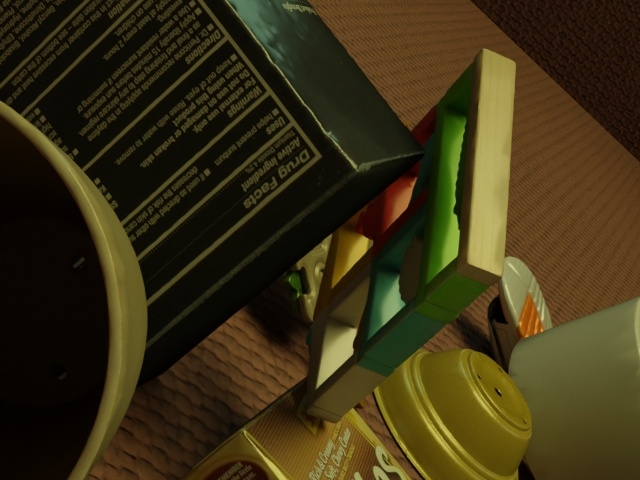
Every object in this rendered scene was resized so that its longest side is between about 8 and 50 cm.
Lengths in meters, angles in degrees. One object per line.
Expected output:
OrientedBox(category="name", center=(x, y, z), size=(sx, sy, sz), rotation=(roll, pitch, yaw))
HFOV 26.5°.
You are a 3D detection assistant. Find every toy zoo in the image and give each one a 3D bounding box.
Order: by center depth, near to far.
OrientedBox(category="toy zoo", center=(0.055, 0.014, 1.028), size=(0.030, 0.293, 0.192), rotation=(21, 53, -16))

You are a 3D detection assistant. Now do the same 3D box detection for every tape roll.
OrientedBox(category="tape roll", center=(0.352, 0.203, 1.598), size=(0.246, 0.169, 0.246), rotation=(40, 37, -40))

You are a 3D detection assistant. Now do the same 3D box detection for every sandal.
OrientedBox(category="sandal", center=(0.260, 0.151, 1.738), size=(0.102, 0.076, 0.265), rotation=(-47, 117, -54))

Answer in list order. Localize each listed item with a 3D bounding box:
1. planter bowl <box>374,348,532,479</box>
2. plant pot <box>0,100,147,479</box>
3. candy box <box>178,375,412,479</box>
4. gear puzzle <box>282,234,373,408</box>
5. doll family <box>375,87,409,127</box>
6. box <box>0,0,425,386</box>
OrientedBox(category="planter bowl", center=(0.158, 0.182, 1.433), size=(0.217, 0.090, 0.217), rotation=(42, 23, -22))
OrientedBox(category="plant pot", center=(-0.200, 0.043, 0.765), size=(0.256, 0.256, 0.274), rotation=(52, 5, 5))
OrientedBox(category="candy box", center=(0.042, 0.264, 1.051), size=(0.316, 0.087, 0.183), rotation=(51, 20, 4))
OrientedBox(category="gear puzzle", center=(0.000, 0.000, 1.334), size=(0.175, 0.044, 0.339), rotation=(-16, 94, -59))
OrientedBox(category="doll family", center=(0.012, -0.158, 1.533), size=(0.163, 0.118, 0.263), rotation=(39, -12, -17))
OrientedBox(category="box", center=(-0.138, -0.079, 0.983), size=(0.294, 0.296, 0.182), rotation=(54, 20, 7))
